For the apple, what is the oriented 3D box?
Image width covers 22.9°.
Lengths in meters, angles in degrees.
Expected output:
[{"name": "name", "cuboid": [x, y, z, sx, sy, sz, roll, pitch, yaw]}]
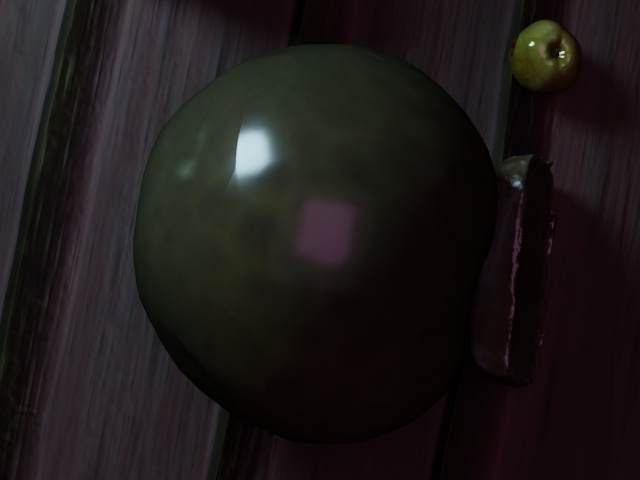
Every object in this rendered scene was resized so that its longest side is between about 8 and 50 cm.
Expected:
[{"name": "apple", "cuboid": [0.253, -0.204, 1.774, 0.084, 0.071, 0.084, 0, 88, -9]}]

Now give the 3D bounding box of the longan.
[{"name": "longan", "cuboid": [0.000, 0.000, 1.592, 0.405, 0.336, 0.404, 1, 87, -20]}]

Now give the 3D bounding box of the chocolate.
[{"name": "chocolate", "cuboid": [0.198, 0.032, 1.729, 0.083, 0.161, 0.261, 3, 81, 20]}]
